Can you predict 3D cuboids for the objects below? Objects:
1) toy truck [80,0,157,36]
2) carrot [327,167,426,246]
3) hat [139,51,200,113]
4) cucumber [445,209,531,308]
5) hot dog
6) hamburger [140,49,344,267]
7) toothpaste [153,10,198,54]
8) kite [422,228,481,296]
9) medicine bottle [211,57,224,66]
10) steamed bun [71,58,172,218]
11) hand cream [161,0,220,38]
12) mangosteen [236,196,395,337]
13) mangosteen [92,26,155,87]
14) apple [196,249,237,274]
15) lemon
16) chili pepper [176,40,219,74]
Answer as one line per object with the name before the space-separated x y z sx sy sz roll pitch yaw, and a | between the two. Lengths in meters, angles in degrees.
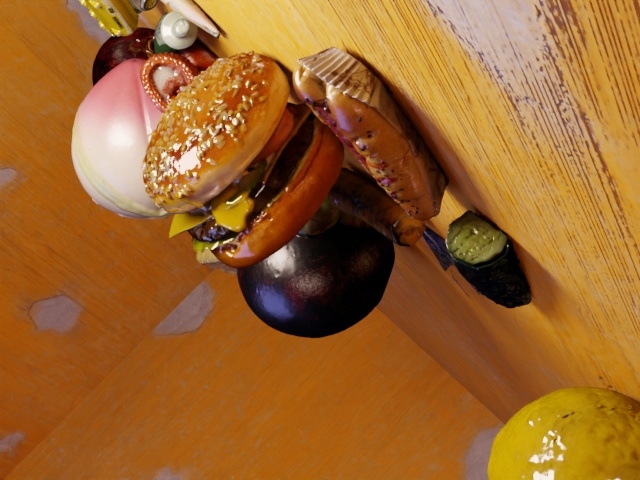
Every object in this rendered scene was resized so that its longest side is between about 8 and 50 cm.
toy truck | -0.377 -0.452 1.694 0.098 0.114 0.227 44 176 18
carrot | 0.078 -0.053 1.473 0.070 0.070 0.260 47 175 -32
hat | -0.249 -0.277 1.657 0.112 0.093 0.162 57 -175 -13
cucumber | 0.201 0.040 1.153 0.078 0.062 0.211 42 175 28
hot dog | 0.061 -0.107 1.029 0.253 0.069 0.131 47 175 -41
hamburger | -0.120 -0.121 1.366 0.225 0.291 0.291 41 178 -26
toothpaste | -0.262 -0.363 1.688 0.061 0.099 0.392 7 -173 -14
kite | 0.195 0.024 1.458 0.160 0.010 0.183 48 173 4
medicine bottle | -0.101 -0.210 1.608 0.219 0.078 0.115 44 175 26
steamed bun | -0.344 -0.216 1.862 0.309 0.309 0.309 45 176 4
hand cream | -0.212 -0.364 1.492 0.143 0.039 0.061 41 177 -8
mangosteen | -0.025 0.027 1.717 0.313 0.297 0.297 37 -179 -35
mangosteen | -0.367 -0.364 2.062 0.235 0.235 0.261 45 135 -7
apple | -0.142 -0.084 1.968 0.252 0.309 0.314 8 173 27
lemon | 0.337 0.305 1.202 0.245 0.245 0.320 45 170 5
chili pepper | -0.207 -0.298 1.771 0.086 0.084 0.192 34 -170 -48
